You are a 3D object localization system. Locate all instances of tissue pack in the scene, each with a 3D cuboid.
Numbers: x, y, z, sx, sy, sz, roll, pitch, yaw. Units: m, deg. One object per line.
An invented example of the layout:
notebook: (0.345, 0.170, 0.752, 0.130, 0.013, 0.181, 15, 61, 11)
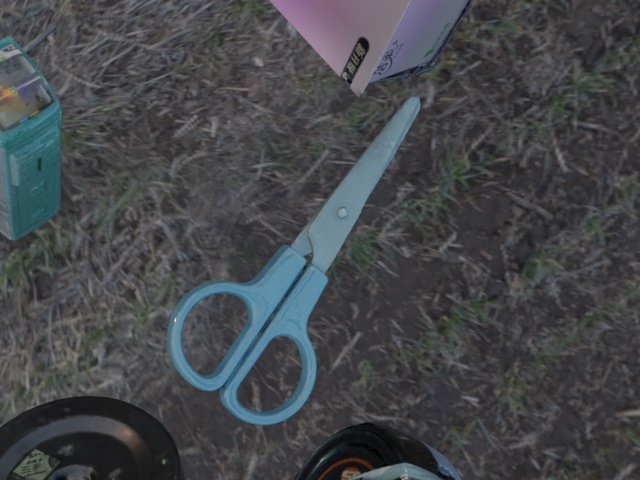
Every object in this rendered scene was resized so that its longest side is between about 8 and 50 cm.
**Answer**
tissue pack: (0.052, -0.239, 0.648, 0.092, 0.246, 0.148, -26, 67, -38)

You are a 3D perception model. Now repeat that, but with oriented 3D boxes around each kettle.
kettle: (-0.268, 0.390, 1.058, 0.321, 0.228, 0.324, -56, 153, -45)

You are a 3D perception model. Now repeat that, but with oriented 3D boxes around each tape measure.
tape measure: (0.049, 0.258, 0.866, 0.107, 0.182, 0.181, 31, 66, -32)

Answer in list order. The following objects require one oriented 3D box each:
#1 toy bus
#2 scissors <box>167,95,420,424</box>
toy bus: (-0.314, -0.095, 0.980, 0.091, 0.262, 0.109, -40, 83, -24)
scissors: (0.000, 0.000, 1.146, 0.192, 0.029, 0.447, 41, 72, -22)
